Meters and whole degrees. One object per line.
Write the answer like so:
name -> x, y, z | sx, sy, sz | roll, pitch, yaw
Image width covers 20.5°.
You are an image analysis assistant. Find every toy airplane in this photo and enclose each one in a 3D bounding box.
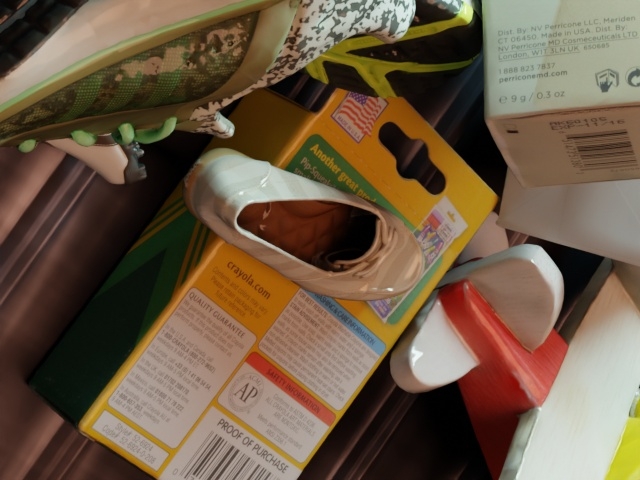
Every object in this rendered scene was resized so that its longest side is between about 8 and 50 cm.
toy airplane -> 0.223, 0.151, 1.414 | 0.384, 0.272, 0.386 | 11, 80, -57

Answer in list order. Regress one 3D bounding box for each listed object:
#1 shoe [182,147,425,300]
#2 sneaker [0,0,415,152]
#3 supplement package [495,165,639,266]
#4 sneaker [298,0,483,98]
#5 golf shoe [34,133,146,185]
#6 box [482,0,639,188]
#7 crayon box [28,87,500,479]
shoe -> 0.000, 0.000, 1.206 | 0.219, 0.058, 0.076 | 22, 96, -42
sneaker -> -0.116, -0.098, 1.017 | 0.410, 0.158, 0.182 | -22, 137, 5
supplement package -> 0.256, -0.101, 1.369 | 0.203, 0.149, 0.194 | -21, 124, -59
sneaker -> -0.066, -0.221, 1.134 | 0.385, 0.147, 0.145 | 24, 139, -31
golf shoe -> -0.195, -0.088, 1.121 | 0.094, 0.077, 0.198 | -45, 123, -1
box -> 0.179, -0.206, 1.201 | 0.148, 0.121, 0.311 | 43, 45, -66
crayon box -> -0.034, 0.036, 1.291 | 0.323, 0.083, 0.203 | -53, 132, -6
